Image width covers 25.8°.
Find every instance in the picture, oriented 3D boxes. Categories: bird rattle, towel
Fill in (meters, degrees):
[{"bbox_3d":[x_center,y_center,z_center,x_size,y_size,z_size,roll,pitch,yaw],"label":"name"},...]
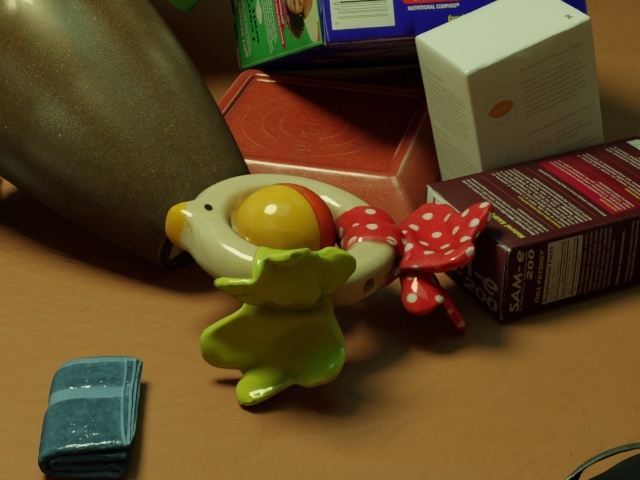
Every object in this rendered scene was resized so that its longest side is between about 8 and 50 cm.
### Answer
[{"bbox_3d":[0.000,0.000,1.083,0.207,0.143,0.253,34,45,30],"label":"bird rattle"},{"bbox_3d":[-0.164,0.123,1.000,0.067,0.029,0.119,-2,30,-2],"label":"towel"}]

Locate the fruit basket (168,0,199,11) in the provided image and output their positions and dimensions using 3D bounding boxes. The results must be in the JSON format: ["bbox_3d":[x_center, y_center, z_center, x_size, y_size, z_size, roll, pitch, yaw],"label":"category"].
[{"bbox_3d":[-0.261,-0.428,1.481,0.392,0.392,0.283,19,-5,29],"label":"fruit basket"}]

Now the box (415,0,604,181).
[{"bbox_3d":[0.173,-0.119,1.258,0.130,0.170,0.091,-25,37,-15],"label":"box"}]

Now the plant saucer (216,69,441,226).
[{"bbox_3d":[-0.006,-0.100,1.370,0.259,0.047,0.258,8,31,12],"label":"plant saucer"}]

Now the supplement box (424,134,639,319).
[{"bbox_3d":[0.222,-0.017,1.202,0.239,0.073,0.130,-13,32,-23],"label":"supplement box"}]

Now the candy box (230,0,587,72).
[{"bbox_3d":[0.075,-0.243,1.414,0.268,0.122,0.317,-6,2,-17],"label":"candy box"}]

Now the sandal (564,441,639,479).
[{"bbox_3d":[0.184,0.175,0.888,0.255,0.054,0.097,-15,34,-25],"label":"sandal"}]

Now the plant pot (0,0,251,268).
[{"bbox_3d":[-0.173,-0.090,1.206,0.230,0.215,0.215,45,47,17],"label":"plant pot"}]
